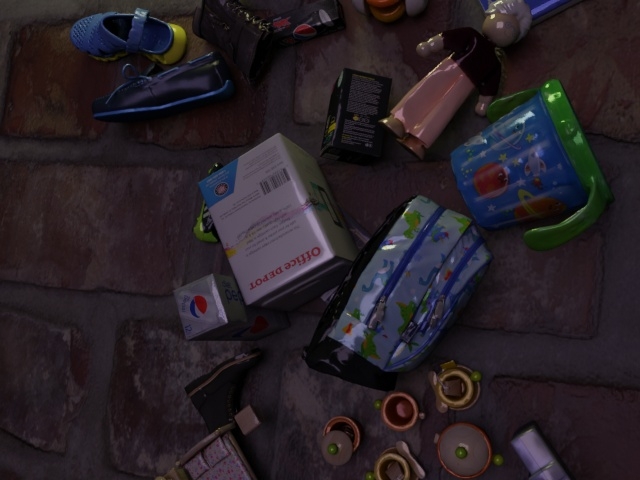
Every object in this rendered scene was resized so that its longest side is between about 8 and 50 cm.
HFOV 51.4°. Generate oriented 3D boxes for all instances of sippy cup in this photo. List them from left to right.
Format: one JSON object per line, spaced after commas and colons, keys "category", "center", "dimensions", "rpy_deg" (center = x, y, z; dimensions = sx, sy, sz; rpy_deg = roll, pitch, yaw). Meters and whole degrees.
{"category": "sippy cup", "center": [0.361, -0.129, 1.173], "dimensions": [0.224, 0.305, 0.240], "rpy_deg": [-24, 100, 24]}

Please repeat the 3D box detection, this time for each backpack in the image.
{"category": "backpack", "center": [0.148, 0.096, 1.201], "dimensions": [0.273, 0.290, 0.356], "rpy_deg": [16, 80, 14]}

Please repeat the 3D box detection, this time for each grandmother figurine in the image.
{"category": "grandmother figurine", "center": [0.269, -0.312, 1.255], "dimensions": [0.342, 0.208, 0.104], "rpy_deg": [-50, 43, 5]}

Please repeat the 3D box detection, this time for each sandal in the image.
{"category": "sandal", "center": [-0.484, -0.507, 1.604], "dimensions": [0.317, 0.138, 0.126], "rpy_deg": [6, 85, 24]}

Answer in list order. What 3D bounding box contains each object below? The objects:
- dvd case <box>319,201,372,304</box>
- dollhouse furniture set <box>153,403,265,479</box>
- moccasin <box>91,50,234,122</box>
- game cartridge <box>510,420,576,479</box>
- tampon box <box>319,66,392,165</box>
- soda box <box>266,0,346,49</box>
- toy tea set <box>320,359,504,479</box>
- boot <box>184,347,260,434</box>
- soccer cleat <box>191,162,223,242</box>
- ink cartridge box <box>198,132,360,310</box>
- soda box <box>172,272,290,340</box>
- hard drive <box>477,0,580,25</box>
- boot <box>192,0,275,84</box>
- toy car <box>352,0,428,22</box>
{"category": "dvd case", "center": [0.000, 0.000, 1.394], "dimensions": [0.164, 0.018, 0.221], "rpy_deg": [-47, 69, 8]}
{"category": "dollhouse furniture set", "center": [-0.206, 0.546, 1.266], "dimensions": [0.355, 0.174, 0.303], "rpy_deg": [-43, 69, 20]}
{"category": "moccasin", "center": [-0.367, -0.354, 1.544], "dimensions": [0.342, 0.138, 0.117], "rpy_deg": [-11, 91, 6]}
{"category": "game cartridge", "center": [0.420, 0.454, 1.041], "dimensions": [0.068, 0.230, 0.355], "rpy_deg": [-37, 70, 12]}
{"category": "tampon box", "center": [0.069, -0.245, 1.337], "dimensions": [0.101, 0.120, 0.161], "rpy_deg": [11, 84, -10]}
{"category": "soda box", "center": [-0.033, -0.479, 1.469], "dimensions": [0.168, 0.053, 0.060], "rpy_deg": [-12, 77, 19]}
{"category": "toy tea set", "center": [0.158, 0.361, 1.213], "dimensions": [0.336, 0.124, 0.200], "rpy_deg": [-26, 73, 15]}
{"category": "boot", "center": [-0.178, 0.322, 1.386], "dimensions": [0.198, 0.077, 0.137], "rpy_deg": [-36, 74, 26]}
{"category": "soccer cleat", "center": [-0.231, -0.082, 1.480], "dimensions": [0.072, 0.060, 0.179], "rpy_deg": [14, 93, 13]}
{"category": "ink cartridge box", "center": [-0.071, -0.025, 1.309], "dimensions": [0.198, 0.197, 0.270], "rpy_deg": [-29, 71, 15]}
{"category": "soda box", "center": [-0.162, 0.136, 1.287], "dimensions": [0.091, 0.286, 0.098], "rpy_deg": [-24, 74, 15]}
{"category": "hard drive", "center": [0.454, -0.554, 1.301], "dimensions": [0.318, 0.040, 0.210], "rpy_deg": [-25, 73, 15]}
{"category": "boot", "center": [-0.177, -0.509, 1.471], "dimensions": [0.229, 0.091, 0.263], "rpy_deg": [40, 131, 29]}
{"category": "toy car", "center": [0.141, -0.553, 1.369], "dimensions": [0.159, 0.136, 0.182], "rpy_deg": [8, 84, 22]}
